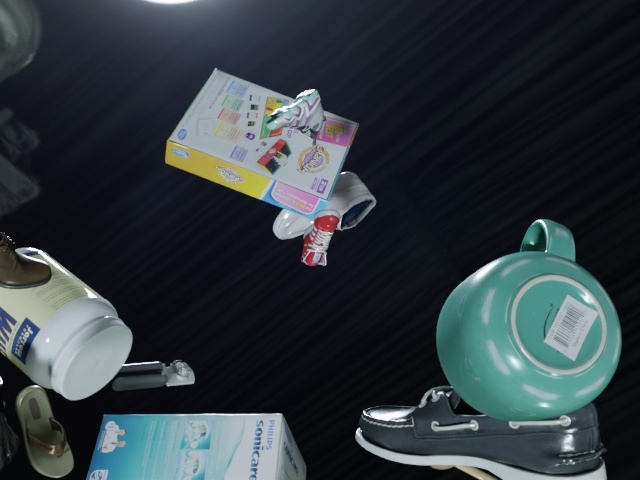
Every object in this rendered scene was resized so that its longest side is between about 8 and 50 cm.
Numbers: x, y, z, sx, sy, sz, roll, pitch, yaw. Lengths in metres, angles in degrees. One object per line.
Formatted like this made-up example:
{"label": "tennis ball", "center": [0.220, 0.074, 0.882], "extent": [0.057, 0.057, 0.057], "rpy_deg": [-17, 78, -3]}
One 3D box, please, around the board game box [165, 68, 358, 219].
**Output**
{"label": "board game box", "center": [-0.107, -0.191, 1.409], "extent": [0.317, 0.064, 0.242], "rpy_deg": [21, -130, 1]}

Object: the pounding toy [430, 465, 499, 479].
{"label": "pounding toy", "center": [0.243, 0.355, 1.229], "extent": [0.270, 0.154, 0.154], "rpy_deg": [0, -109, -47]}

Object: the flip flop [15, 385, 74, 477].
{"label": "flip flop", "center": [-0.738, 0.522, 1.949], "extent": [0.112, 0.080, 0.276], "rpy_deg": [-28, -68, -47]}

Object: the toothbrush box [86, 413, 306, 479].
{"label": "toothbrush box", "center": [-0.186, 0.377, 1.154], "extent": [0.216, 0.296, 0.126], "rpy_deg": [77, -167, -50]}

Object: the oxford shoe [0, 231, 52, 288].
{"label": "oxford shoe", "center": [-0.626, 0.036, 1.424], "extent": [0.227, 0.096, 0.082], "rpy_deg": [21, -152, -48]}

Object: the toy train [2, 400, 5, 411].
{"label": "toy train", "center": [-0.674, 0.406, 1.283], "extent": [0.190, 0.142, 0.333], "rpy_deg": [81, -162, -59]}

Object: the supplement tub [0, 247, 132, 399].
{"label": "supplement tub", "center": [-0.614, 0.188, 1.643], "extent": [0.325, 0.235, 0.235], "rpy_deg": [32, -178, 21]}

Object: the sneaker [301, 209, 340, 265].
{"label": "sneaker", "center": [0.000, 0.000, 1.136], "extent": [0.118, 0.042, 0.067], "rpy_deg": [127, 152, -61]}

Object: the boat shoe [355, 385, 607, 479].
{"label": "boat shoe", "center": [0.170, 0.207, 0.821], "extent": [0.114, 0.303, 0.091], "rpy_deg": [-10, -84, -54]}

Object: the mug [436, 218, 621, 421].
{"label": "mug", "center": [0.163, 0.061, 0.572], "extent": [0.097, 0.130, 0.157], "rpy_deg": [116, 140, -72]}

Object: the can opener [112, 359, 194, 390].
{"label": "can opener", "center": [-0.469, 0.386, 2.019], "extent": [0.280, 0.093, 0.074], "rpy_deg": [10, -139, -52]}

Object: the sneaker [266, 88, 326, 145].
{"label": "sneaker", "center": [-0.026, -0.157, 0.991], "extent": [0.038, 0.098, 0.069], "rpy_deg": [8, 130, 51]}

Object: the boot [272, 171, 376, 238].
{"label": "boot", "center": [0.011, -0.064, 1.796], "extent": [0.123, 0.258, 0.095], "rpy_deg": [51, 175, 42]}

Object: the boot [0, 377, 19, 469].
{"label": "boot", "center": [-0.539, 0.158, 1.047], "extent": [0.348, 0.131, 0.260], "rpy_deg": [35, 131, 54]}
